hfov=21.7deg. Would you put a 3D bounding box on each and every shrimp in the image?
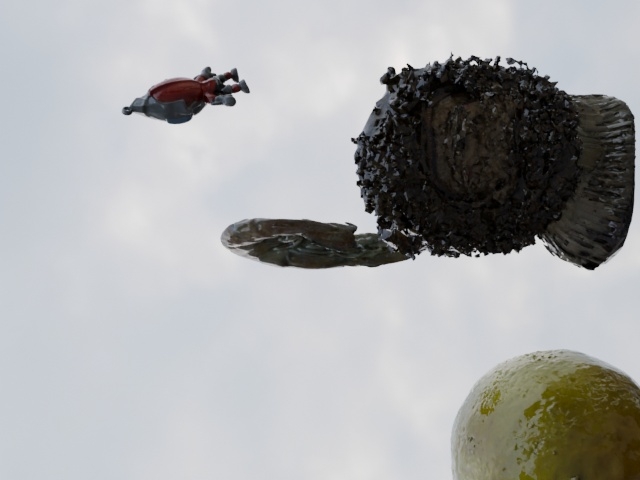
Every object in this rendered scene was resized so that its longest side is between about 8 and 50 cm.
[{"bbox_3d":[0.000,0.000,1.870,0.126,0.223,0.047,117,155,-71],"label":"shrimp"}]

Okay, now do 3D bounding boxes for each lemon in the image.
[{"bbox_3d":[0.249,0.228,1.736,0.236,0.263,0.236,6,-100,-32],"label":"lemon"}]

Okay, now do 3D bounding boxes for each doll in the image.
[{"bbox_3d":[-0.120,-0.124,1.451,0.039,0.114,0.057,108,141,-62],"label":"doll"}]

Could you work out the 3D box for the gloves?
[{"bbox_3d":[0.157,-0.069,1.566,0.312,0.135,0.210,15,-87,-29],"label":"gloves"}]
